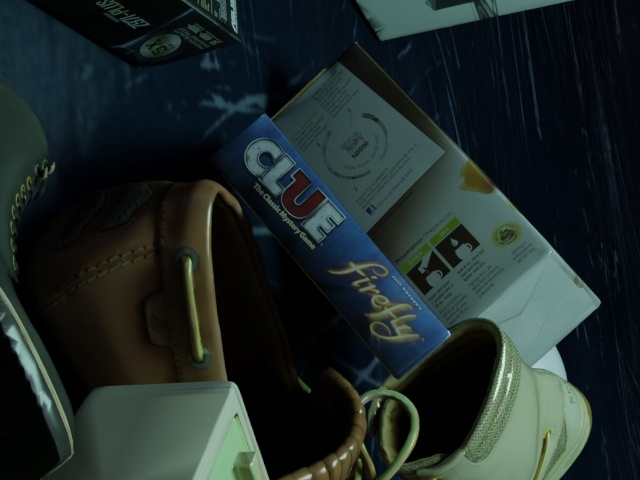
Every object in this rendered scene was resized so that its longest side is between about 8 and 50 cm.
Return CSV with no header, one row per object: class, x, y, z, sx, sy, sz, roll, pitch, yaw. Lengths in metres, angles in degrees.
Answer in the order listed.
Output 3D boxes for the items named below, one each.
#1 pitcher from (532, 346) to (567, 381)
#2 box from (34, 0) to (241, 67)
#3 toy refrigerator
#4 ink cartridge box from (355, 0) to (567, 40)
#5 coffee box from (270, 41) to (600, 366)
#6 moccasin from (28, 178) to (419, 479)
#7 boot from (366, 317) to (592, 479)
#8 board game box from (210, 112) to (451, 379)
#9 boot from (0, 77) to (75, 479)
pitcher,0.152,0.185,1.331,0.178,0.125,0.207,-10,100,-52
box,-0.120,-0.219,0.905,0.147,0.077,0.180,27,54,-62
toy refrigerator,-0.058,0.212,0.784,0.102,0.094,0.269,-68,148,-53
ink cartridge box,0.162,-0.320,1.374,0.114,0.273,0.197,53,33,-53
coffee box,0.086,-0.022,1.121,0.246,0.098,0.141,50,6,30
moccasin,-0.027,0.126,0.872,0.139,0.147,0.380,-62,136,-57
boot,0.077,0.186,1.029,0.262,0.095,0.203,-52,148,0
board game box,0.000,0.000,0.924,0.165,0.042,0.243,50,-1,-4
boot,-0.145,0.002,0.662,0.198,0.077,0.137,58,31,1
